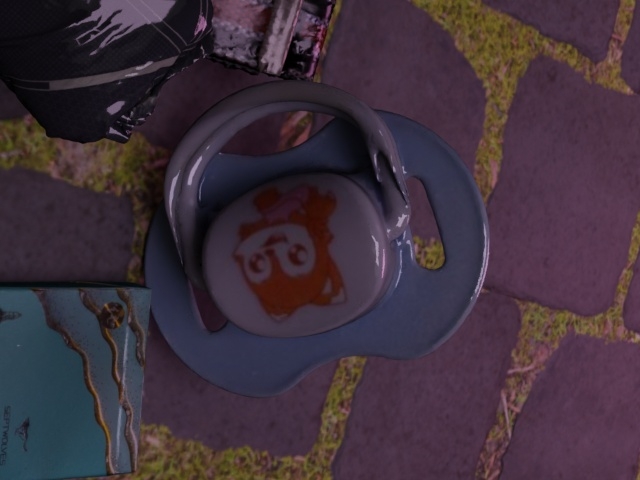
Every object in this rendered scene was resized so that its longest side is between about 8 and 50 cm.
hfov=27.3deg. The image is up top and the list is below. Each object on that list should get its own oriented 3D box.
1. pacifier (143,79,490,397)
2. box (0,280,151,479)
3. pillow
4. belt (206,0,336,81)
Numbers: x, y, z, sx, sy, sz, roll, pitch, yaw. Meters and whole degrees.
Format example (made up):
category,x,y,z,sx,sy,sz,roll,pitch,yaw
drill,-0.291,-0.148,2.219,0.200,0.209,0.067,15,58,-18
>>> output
category,x,y,z,sx,sy,sz,roll,pitch,yaw
pacifier,0.000,0.000,1.139,0.233,0.299,0.244,17,58,-75
box,-0.247,0.113,1.047,0.229,0.041,0.162,1,97,-37
pillow,-0.223,-0.210,0.873,0.335,0.092,0.161,43,82,-14
belt,-0.154,-0.204,1.029,0.359,0.126,0.094,12,99,-32
